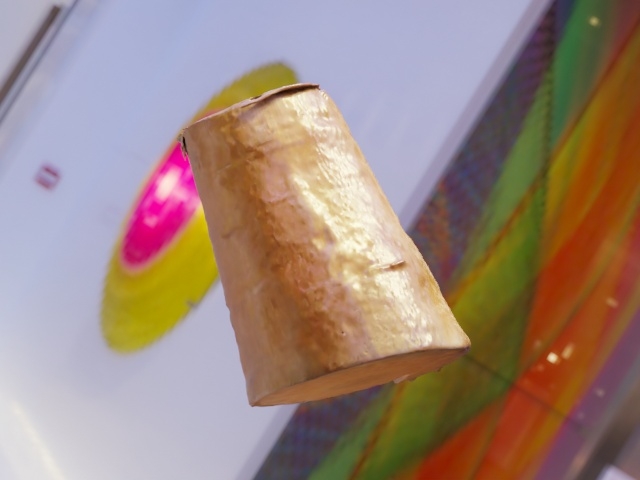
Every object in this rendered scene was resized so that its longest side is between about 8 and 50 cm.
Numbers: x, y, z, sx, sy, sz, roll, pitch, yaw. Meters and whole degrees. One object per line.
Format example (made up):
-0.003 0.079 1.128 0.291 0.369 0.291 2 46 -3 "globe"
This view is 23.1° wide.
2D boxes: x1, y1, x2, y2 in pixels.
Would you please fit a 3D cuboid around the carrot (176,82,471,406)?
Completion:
0.000 0.000 1.296 0.196 0.196 0.254 40 32 -76 "carrot"
